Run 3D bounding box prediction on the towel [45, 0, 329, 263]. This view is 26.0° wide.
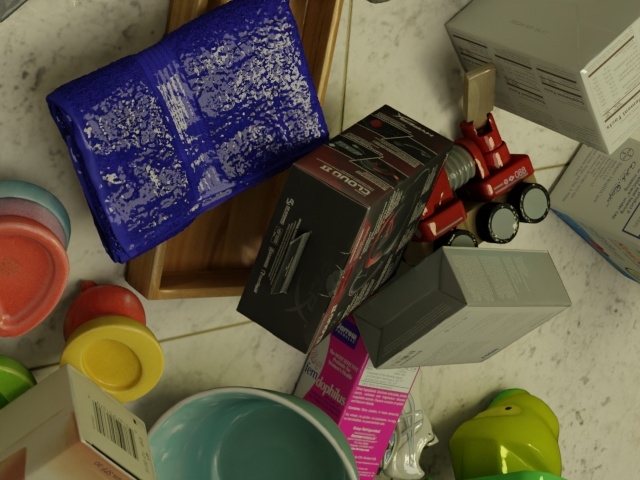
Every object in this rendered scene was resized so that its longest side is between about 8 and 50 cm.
[{"bbox_3d":[-0.136,-0.129,1.567,0.308,0.076,0.228,-32,127,-21],"label":"towel"}]

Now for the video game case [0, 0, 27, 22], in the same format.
[{"bbox_3d":[-0.339,-0.389,1.425,0.196,0.026,0.274,-44,131,-12],"label":"video game case"}]

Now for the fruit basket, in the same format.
[{"bbox_3d":[0.248,0.371,2.048,0.283,0.392,0.392,26,94,-42],"label":"fruit basket"}]

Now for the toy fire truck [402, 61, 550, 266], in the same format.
[{"bbox_3d":[0.189,-0.105,1.884,0.217,0.158,0.246,-31,109,-26],"label":"toy fire truck"}]

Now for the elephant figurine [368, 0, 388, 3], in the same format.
[{"bbox_3d":[0.024,-0.402,1.616,0.169,0.239,0.186,-56,178,-35],"label":"elephant figurine"}]

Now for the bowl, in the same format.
[{"bbox_3d":[-0.073,0.322,1.805,0.163,0.311,0.312,-29,137,-71],"label":"bowl"}]

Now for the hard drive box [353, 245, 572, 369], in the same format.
[{"bbox_3d":[0.190,0.091,1.845,0.232,0.089,0.181,4,147,-46],"label":"hard drive box"}]

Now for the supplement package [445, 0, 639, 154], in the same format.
[{"bbox_3d":[0.339,-0.262,1.826,0.204,0.262,0.145,-41,129,-14],"label":"supplement package"}]

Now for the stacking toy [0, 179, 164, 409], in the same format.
[{"bbox_3d":[-0.363,0.083,1.607,0.279,0.130,0.309,-28,126,9],"label":"stacking toy"}]

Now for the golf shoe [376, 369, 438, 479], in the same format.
[{"bbox_3d":[0.132,0.265,2.007,0.086,0.069,0.176,18,68,-2],"label":"golf shoe"}]

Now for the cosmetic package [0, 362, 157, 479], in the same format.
[{"bbox_3d":[-0.351,0.296,1.595,0.296,0.129,0.153,-35,130,12],"label":"cosmetic package"}]

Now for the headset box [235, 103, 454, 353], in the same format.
[{"bbox_3d":[0.026,-0.014,1.668,0.293,0.110,0.218,-38,155,-56],"label":"headset box"}]

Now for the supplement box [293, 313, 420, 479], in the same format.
[{"bbox_3d":[0.042,0.218,1.930,0.114,0.111,0.220,16,100,-40],"label":"supplement box"}]

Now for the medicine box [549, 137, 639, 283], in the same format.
[{"bbox_3d":[0.532,-0.012,2.067,0.263,0.289,0.149,36,88,-41],"label":"medicine box"}]

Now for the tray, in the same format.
[{"bbox_3d":[-0.105,-0.134,1.685,0.202,0.076,0.411,-1,110,-36],"label":"tray"}]
